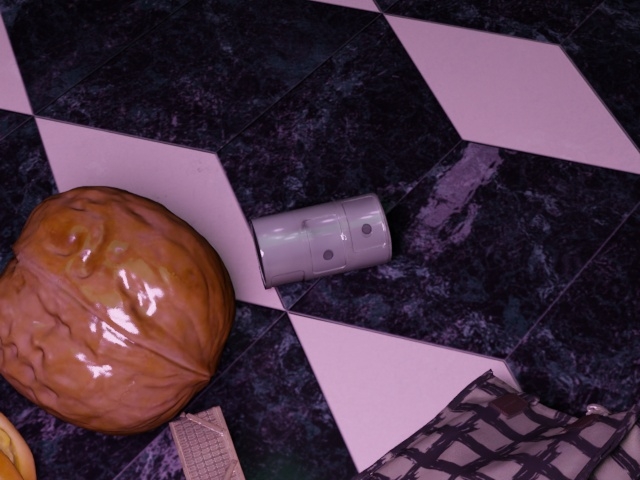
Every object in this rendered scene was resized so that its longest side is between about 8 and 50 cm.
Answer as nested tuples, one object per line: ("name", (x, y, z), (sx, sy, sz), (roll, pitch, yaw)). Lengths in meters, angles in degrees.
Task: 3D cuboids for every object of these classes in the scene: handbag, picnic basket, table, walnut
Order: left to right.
("walnut", (-0.319, 0.106, 1.497), (0.398, 0.308, 0.354), (35, 97, 21))
("picnic basket", (-0.161, 0.339, 1.451), (0.080, 0.115, 0.164), (-18, 58, -10))
("table", (0.000, 0.000, 1.670), (0.220, 0.126, 0.126), (-12, 57, -7))
("handbag", (0.255, 0.339, 1.355), (0.327, 0.162, 0.325), (-40, 30, -27))

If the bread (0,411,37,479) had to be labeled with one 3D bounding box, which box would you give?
("bread", (-0.527, 0.340, 1.338), (0.315, 0.211, 0.270), (45, 42, -18))
